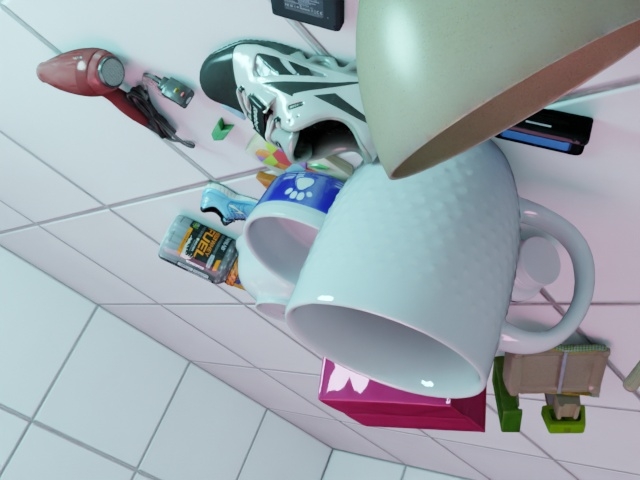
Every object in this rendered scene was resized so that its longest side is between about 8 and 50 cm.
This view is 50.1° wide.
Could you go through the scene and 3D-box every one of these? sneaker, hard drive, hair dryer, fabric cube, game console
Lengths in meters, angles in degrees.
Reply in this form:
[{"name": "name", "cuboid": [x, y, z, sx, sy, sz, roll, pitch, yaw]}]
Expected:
[{"name": "sneaker", "cuboid": [-0.173, -0.054, 1.408, 0.162, 0.073, 0.063, 21, 156, -2]}, {"name": "hard drive", "cuboid": [-0.018, -0.313, 0.809, 0.094, 0.022, 0.135, 19, 155, 11]}, {"name": "hair dryer", "cuboid": [-0.359, -0.243, 1.186, 0.293, 0.080, 0.223, 25, 156, -3]}, {"name": "fabric cube", "cuboid": [0.177, 0.227, 1.363, 0.258, 0.254, 0.259, -5, 153, 26]}, {"name": "game console", "cuboid": [0.273, -0.130, 0.867, 0.122, 0.107, 0.071, 15, 126, 17]}, {"name": "sneaker", "cuboid": [-0.050, -0.184, 0.957, 0.330, 0.146, 0.122, 13, 155, 26]}]

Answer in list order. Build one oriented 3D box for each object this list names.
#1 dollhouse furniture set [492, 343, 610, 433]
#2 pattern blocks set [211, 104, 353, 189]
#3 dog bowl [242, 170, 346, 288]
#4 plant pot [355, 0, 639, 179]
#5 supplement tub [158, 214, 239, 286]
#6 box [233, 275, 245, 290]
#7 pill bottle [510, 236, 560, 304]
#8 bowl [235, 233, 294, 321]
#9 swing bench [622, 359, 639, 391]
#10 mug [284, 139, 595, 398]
[{"name": "dollhouse furniture set", "cuboid": [0.491, 0.275, 1.492, 0.197, 0.151, 0.302, -2, 133, 7]}, {"name": "pattern blocks set", "cuboid": [-0.037, -0.133, 1.184, 0.324, 0.026, 0.285, 26, 155, -4]}, {"name": "dog bowl", "cuboid": [0.000, 0.000, 1.232, 0.264, 0.104, 0.265, 22, 152, 13]}, {"name": "plant pot", "cuboid": [0.143, -0.208, 0.639, 0.191, 0.284, 0.284, 61, 153, 4]}, {"name": "supplement tub", "cuboid": [-0.273, 0.028, 1.609, 0.190, 0.117, 0.117, 25, 156, -4]}, {"name": "box", "cuboid": [-0.157, 0.088, 1.670, 0.136, 0.081, 0.028, 18, 154, 11]}, {"name": "pill bottle", "cuboid": [0.308, 0.056, 1.160, 0.108, 0.108, 0.193, 31, 154, -14]}, {"name": "bowl", "cuboid": [-0.057, 0.098, 1.485, 0.297, 0.134, 0.298, 13, 158, 5]}, {"name": "swing bench", "cuboid": [0.574, 0.159, 0.940, 0.253, 0.255, 0.165, 41, 160, -34]}, {"name": "mug", "cuboid": [0.182, 0.024, 0.943, 0.374, 0.328, 0.276, 17, 155, 14]}]
